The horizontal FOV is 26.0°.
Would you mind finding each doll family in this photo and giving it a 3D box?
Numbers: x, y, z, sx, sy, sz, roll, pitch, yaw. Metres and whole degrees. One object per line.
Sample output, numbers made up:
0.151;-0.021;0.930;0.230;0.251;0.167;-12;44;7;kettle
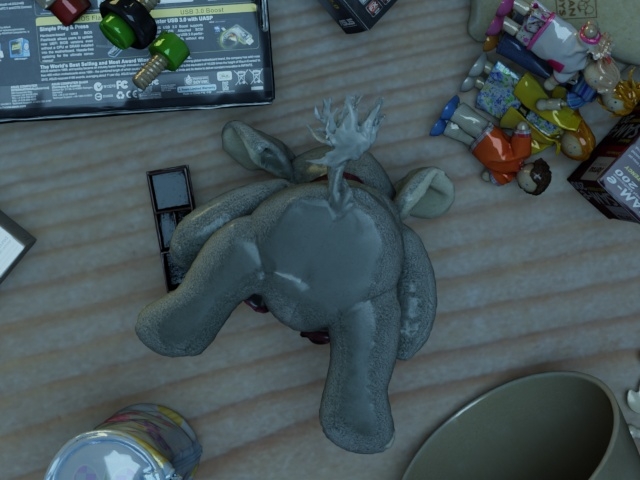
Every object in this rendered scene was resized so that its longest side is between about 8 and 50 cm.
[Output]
0.238;-0.159;1.424;0.163;0.263;0.118;34;53;6;doll family

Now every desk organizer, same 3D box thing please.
-0.152;-0.012;1.469;0.047;0.050;0.130;-10;95;-3;desk organizer

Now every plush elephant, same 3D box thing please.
0.000;0.000;1.398;0.271;0.255;0.330;20;100;4;plush elephant

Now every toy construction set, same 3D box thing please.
-0.213;-0.356;1.294;0.309;0.257;0.237;35;71;17;toy construction set

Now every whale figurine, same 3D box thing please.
0.288;-0.275;1.454;0.272;0.141;0.216;-3;119;18;whale figurine

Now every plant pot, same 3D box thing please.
0.256;0.321;1.447;0.256;0.256;0.274;-36;112;-1;plant pot

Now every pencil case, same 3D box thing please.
-0.190;0.228;1.376;0.124;0.273;0.113;-23;89;0;pencil case

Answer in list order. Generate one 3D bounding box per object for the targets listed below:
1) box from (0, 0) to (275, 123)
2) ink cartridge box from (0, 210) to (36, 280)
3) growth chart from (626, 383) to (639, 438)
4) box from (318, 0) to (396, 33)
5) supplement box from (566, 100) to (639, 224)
-0.253;-0.282;1.421;0.394;0.097;0.318;-5;97;-3;box
-0.383;-0.008;1.434;0.143;0.090;0.092;39;91;-6;ink cartridge box
0.441;0.131;1.536;0.172;0.021;0.237;20;93;-5;growth chart
0.054;-0.354;1.409;0.231;0.056;0.183;-47;110;-15;box
0.377;-0.129;1.458;0.073;0.130;0.239;42;90;-5;supplement box
